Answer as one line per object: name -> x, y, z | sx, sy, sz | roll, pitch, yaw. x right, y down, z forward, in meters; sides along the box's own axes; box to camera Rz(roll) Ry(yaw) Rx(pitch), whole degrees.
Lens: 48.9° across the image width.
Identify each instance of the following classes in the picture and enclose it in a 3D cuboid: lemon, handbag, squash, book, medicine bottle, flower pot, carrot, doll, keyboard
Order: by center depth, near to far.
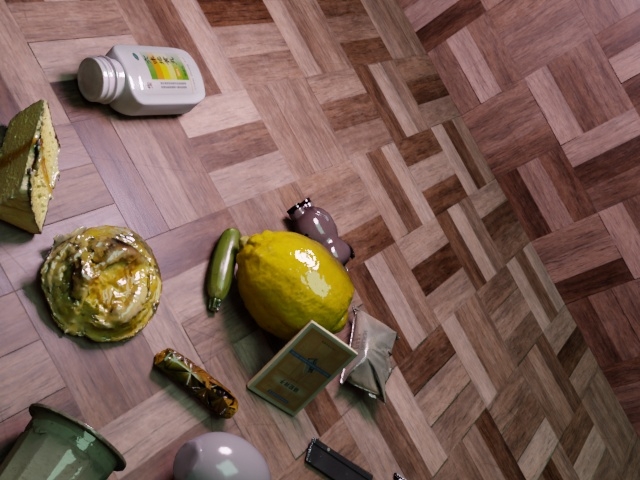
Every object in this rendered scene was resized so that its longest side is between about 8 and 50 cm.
flower pot -> -0.496, 0.429, 1.259 | 0.212, 0.212, 0.202 | 47, 54, -17
carrot -> -0.285, 0.330, 1.634 | 0.229, 0.069, 0.069 | 44, 42, -19
book -> -0.045, 0.326, 1.778 | 0.170, 0.241, 0.018 | 38, 12, -26
squash -> -0.252, 0.065, 1.828 | 0.066, 0.066, 0.252 | 34, 46, -30
lemon -> -0.072, 0.123, 1.839 | 0.317, 0.285, 0.285 | 10, 53, -3
medicine bottle -> -0.467, -0.420, 1.847 | 0.324, 0.124, 0.179 | -15, 79, -49
keyboard -> 0.048, 0.605, 1.866 | 0.231, 0.023, 0.072 | 40, 50, -24
handbag -> 0.148, 0.337, 2.063 | 0.183, 0.117, 0.270 | 28, 47, -16
doll -> 0.000, -0.002, 2.106 | 0.182, 0.117, 0.257 | -32, 92, -50

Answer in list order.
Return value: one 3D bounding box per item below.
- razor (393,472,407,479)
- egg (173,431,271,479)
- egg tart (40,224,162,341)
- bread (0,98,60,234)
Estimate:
razor -> 0.171, 0.724, 1.911 | 0.082, 0.042, 0.253 | 27, 29, 28
egg -> -0.206, 0.508, 1.521 | 0.232, 0.176, 0.176 | 30, 48, -38
egg tart -> -0.465, 0.082, 1.546 | 0.297, 0.132, 0.296 | 19, 60, -38
bread -> -0.629, -0.157, 1.515 | 0.178, 0.142, 0.265 | 79, 10, -56
